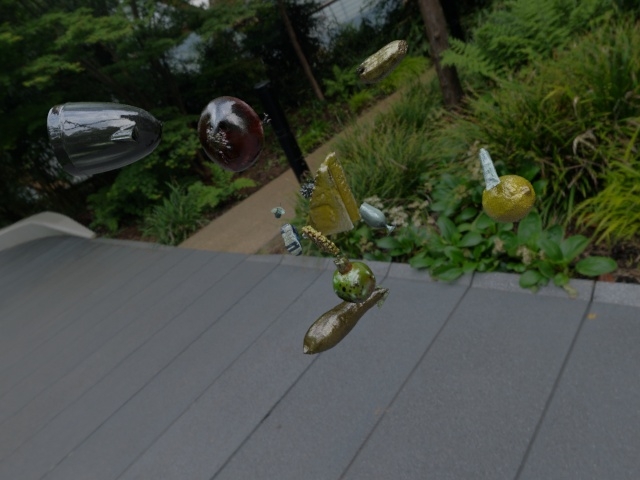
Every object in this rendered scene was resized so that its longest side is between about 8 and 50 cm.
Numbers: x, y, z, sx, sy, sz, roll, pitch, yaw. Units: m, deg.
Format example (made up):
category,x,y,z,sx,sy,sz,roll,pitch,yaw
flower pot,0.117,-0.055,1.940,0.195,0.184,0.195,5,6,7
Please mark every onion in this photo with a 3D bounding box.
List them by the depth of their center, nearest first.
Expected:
category,x,y,z,sx,sy,sz,roll,pitch,yaw
onion,-0.320,-0.407,1.603,0.272,0.273,0.285,-9,20,36

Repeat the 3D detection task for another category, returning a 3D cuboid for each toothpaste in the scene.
category,x,y,z,sx,sy,sz,roll,pitch,yaw
toothpaste,0.670,-0.291,1.693,0.064,0.041,0.218,-38,38,40

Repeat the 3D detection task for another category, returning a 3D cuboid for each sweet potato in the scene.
category,x,y,z,sx,sy,sz,roll,pitch,yaw
sweet potato,0.093,0.314,1.699,0.422,0.131,0.130,-35,25,-14

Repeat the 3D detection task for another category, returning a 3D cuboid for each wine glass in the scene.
category,x,y,z,sx,sy,sz,roll,pitch,yaw
wine glass,0.280,-0.108,2.127,0.093,0.202,0.093,-55,-6,-9

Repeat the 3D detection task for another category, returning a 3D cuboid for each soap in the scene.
category,x,y,z,sx,sy,sz,roll,pitch,yaw
soap,-0.013,-0.196,1.922,0.304,0.339,0.169,-12,21,31

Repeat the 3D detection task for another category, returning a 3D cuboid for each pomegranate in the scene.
category,x,y,z,sx,sy,sz,roll,pitch,yaw
pomegranate,0.111,0.135,1.511,0.159,0.205,0.159,-22,35,17

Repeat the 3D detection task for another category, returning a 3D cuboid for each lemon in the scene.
category,x,y,z,sx,sy,sz,roll,pitch,yaw
lemon,0.763,-0.168,1.725,0.192,0.192,0.231,-36,0,-20

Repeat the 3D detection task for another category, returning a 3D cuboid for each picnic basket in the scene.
category,x,y,z,sx,sy,sz,roll,pitch,yaw
picnic basket,-0.242,-0.170,2.431,0.083,0.083,0.065,13,36,9

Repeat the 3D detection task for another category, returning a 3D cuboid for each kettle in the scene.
category,x,y,z,sx,sy,sz,roll,pitch,yaw
kettle,-0.597,-0.301,1.245,0.270,0.208,0.251,-8,-11,-1

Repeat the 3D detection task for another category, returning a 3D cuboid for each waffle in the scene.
category,x,y,z,sx,sy,sz,roll,pitch,yaw
waffle,0.000,0.001,1.843,0.038,0.191,0.191,-53,29,-9

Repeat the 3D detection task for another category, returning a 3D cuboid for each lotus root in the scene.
category,x,y,z,sx,sy,sz,roll,pitch,yaw
lotus root,0.240,-0.683,1.637,0.097,0.110,0.258,8,-9,-32

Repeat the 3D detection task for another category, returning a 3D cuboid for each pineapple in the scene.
category,x,y,z,sx,sy,sz,roll,pitch,yaw
pineapple,0.016,-0.312,2.424,0.278,0.158,0.158,-23,24,13

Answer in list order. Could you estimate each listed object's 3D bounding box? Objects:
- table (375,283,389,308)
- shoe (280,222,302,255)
category,x,y,z,sx,sy,sz,roll,pitch,yaw
table,0.240,0.234,1.799,0.083,0.062,0.079,-62,7,4
shoe,-0.110,-0.003,1.746,0.063,0.143,0.071,-32,-14,30
